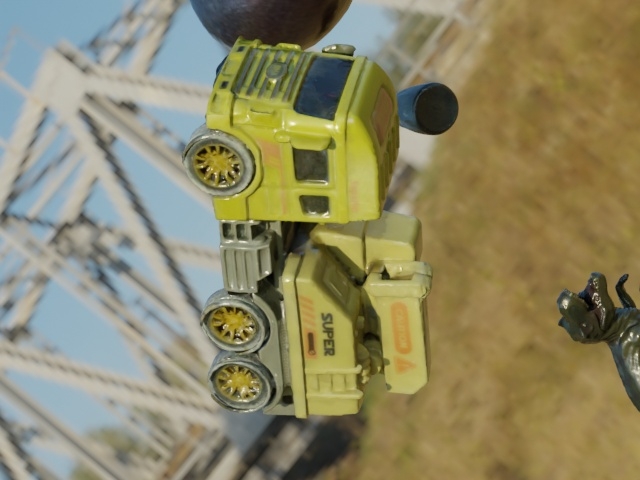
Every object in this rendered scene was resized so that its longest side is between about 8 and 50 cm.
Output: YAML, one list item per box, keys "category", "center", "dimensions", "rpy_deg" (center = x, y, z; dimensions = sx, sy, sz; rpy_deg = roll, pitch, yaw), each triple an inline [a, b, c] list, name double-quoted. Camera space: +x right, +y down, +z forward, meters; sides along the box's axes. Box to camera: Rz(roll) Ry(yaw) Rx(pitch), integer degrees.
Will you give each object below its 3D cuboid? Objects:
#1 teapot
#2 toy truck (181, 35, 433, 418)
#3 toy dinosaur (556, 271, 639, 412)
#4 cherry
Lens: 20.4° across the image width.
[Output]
- category: "teapot"
  center: [0.071, -0.109, 1.466]
  dimensions: [0.043, 0.043, 0.111]
  rpy_deg: [-50, 20, -13]
- category: "toy truck"
  center: [0.000, 0.000, 1.226]
  dimensions: [0.124, 0.157, 0.272]
  rpy_deg: [-73, -17, -54]
- category: "toy dinosaur"
  center: [0.243, 0.123, 1.445]
  dimensions: [0.179, 0.187, 0.087]
  rpy_deg: [-53, 4, -5]
- category: "cherry"
  center: [-0.032, -0.232, 1.368]
  dimensions: [0.176, 0.140, 0.176]
  rpy_deg: [-32, 53, 56]
